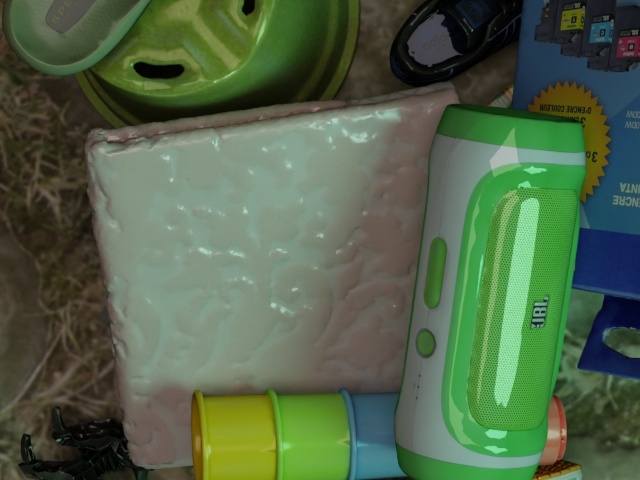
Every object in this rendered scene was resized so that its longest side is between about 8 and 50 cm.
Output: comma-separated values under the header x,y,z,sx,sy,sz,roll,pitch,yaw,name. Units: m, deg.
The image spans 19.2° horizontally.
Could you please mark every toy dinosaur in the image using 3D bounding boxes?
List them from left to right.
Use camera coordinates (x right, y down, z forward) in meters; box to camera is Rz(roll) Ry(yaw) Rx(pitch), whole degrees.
x,y,z,sx,sy,sz,roll,pitch,yaw,name
-0.236,0.281,1.696,0.322,0.164,0.218,20,111,-16,toy dinosaur

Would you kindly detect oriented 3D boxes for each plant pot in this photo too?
x,y,z,sx,sy,sz,roll,pitch,yaw,name
-0.112,-0.203,1.610,0.276,0.254,0.276,0,92,5,plant pot

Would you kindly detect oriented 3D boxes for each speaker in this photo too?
x,y,z,sx,sy,sz,roll,pitch,yaw,name
0.134,0.045,1.506,0.131,0.131,0.296,8,98,5,speaker

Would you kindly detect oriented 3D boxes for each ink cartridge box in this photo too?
x,y,z,sx,sy,sz,roll,pitch,yaw,name
0.293,-0.085,1.540,0.270,0.151,0.395,8,95,50,ink cartridge box

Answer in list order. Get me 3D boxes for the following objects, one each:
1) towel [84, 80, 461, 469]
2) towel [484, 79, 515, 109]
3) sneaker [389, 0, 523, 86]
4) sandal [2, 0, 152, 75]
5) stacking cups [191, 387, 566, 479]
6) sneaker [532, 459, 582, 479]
x,y,z,sx,sy,sz,roll,pitch,yaw,name
-0.026,0.032,1.606,0.317,0.053,0.331,-10,121,-8,towel
0.236,-0.133,1.696,0.237,0.021,0.102,-42,88,5,towel
0.161,-0.211,1.665,0.232,0.090,0.081,-37,88,6,sneaker
-0.138,-0.257,1.440,0.120,0.086,0.302,32,94,4,sandal
0.051,0.167,1.604,0.316,0.096,0.096,-2,91,-7,stacking cups
0.136,0.266,1.617,0.099,0.262,0.121,7,103,45,sneaker
